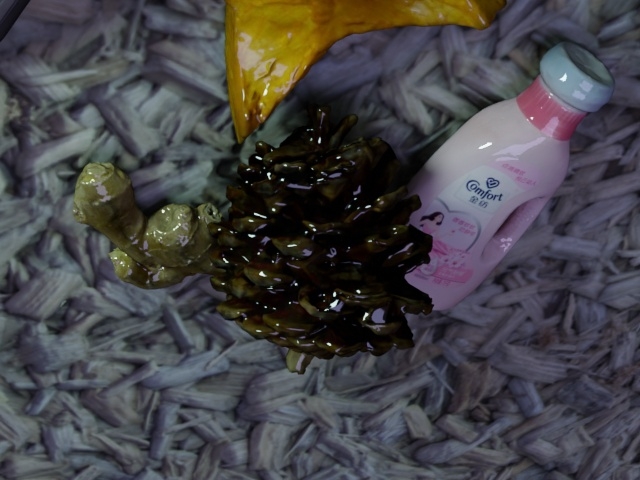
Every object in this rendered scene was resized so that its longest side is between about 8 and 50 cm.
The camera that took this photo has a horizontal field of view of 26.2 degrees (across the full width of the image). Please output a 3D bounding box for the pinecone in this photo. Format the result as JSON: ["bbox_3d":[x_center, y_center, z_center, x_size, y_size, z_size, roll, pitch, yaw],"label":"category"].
[{"bbox_3d":[-0.002,0.007,1.374,0.243,0.243,0.257,-10,123,-8],"label":"pinecone"}]

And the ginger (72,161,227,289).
[{"bbox_3d":[-0.171,-0.018,1.431,0.133,0.059,0.214,-16,136,11],"label":"ginger"}]

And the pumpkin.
[{"bbox_3d":[-0.001,-0.241,1.225,0.290,0.095,0.258,-21,134,14],"label":"pumpkin"}]

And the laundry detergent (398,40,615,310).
[{"bbox_3d":[0.184,-0.064,1.469,0.159,0.088,0.335,16,127,-32],"label":"laundry detergent"}]

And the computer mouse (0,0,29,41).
[{"bbox_3d":[-0.291,-0.232,1.154,0.120,0.057,0.232,16,146,-28],"label":"computer mouse"}]
